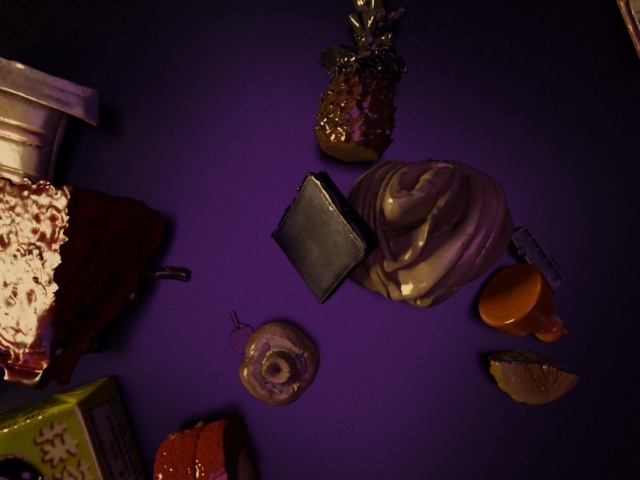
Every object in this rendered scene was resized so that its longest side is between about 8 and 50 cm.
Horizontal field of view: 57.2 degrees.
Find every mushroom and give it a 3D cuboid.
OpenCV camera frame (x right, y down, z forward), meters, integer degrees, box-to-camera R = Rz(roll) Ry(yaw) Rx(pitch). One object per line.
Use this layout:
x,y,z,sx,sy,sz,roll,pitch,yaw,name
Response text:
-0.073,0.218,1.040,0.148,0.112,0.147,0,96,0,mushroom

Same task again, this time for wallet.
0.002,-0.001,1.002,0.036,0.222,0.167,-29,74,-34,wallet

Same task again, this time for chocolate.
-0.468,0.429,1.013,0.289,0.137,0.300,-20,87,-2,chocolate

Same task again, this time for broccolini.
-0.364,0.126,1.074,0.272,0.062,0.123,-21,93,-3,broccolini

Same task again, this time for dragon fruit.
-0.456,0.069,1.000,0.286,0.228,0.328,3,87,20,dragon fruit

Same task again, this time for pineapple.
0.072,-0.302,1.066,0.170,0.141,0.309,6,79,25,pineapple

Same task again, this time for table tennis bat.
-0.150,0.172,1.094,0.050,0.007,0.083,-23,89,-1,table tennis bat

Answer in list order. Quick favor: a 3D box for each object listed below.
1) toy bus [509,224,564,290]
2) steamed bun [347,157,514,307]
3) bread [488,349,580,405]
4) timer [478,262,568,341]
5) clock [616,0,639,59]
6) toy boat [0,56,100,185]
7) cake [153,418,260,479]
0.398,0.035,1.091,0.052,0.037,0.130,-35,86,-7,toy bus
0.181,-0.020,1.008,0.289,0.203,0.275,25,89,0,steamed bun
0.383,0.249,1.056,0.157,0.083,0.094,-4,90,1,bread
0.385,0.134,1.059,0.152,0.132,0.132,37,87,-23,timer
0.626,-0.436,1.065,0.096,0.143,0.202,-20,87,-9,clock
-0.557,-0.205,1.068,0.276,0.111,0.293,36,97,9,toy boat
-0.177,0.452,0.994,0.151,0.177,0.282,-13,86,-1,cake
